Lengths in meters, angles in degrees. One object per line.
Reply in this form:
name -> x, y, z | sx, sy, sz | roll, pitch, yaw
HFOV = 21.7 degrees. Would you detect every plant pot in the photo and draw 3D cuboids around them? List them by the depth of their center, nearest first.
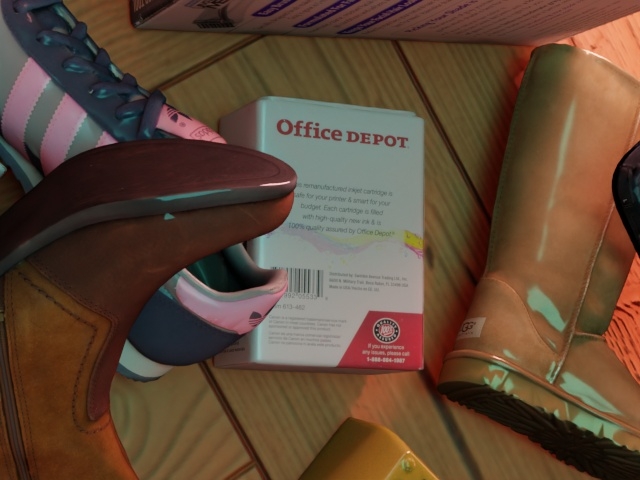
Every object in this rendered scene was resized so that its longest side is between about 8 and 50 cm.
plant pot -> 0.041, 0.173, 1.115 | 0.081, 0.083, 0.081 | 46, 67, -14

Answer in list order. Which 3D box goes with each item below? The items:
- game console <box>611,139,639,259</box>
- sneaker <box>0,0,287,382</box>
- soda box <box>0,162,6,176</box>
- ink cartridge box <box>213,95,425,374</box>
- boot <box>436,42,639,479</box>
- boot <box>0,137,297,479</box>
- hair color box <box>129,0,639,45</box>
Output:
game console -> 0.318, 0.071, 1.229 | 0.213, 0.044, 0.361 | -45, 115, -41
sneaker -> -0.127, -0.074, 1.022 | 0.319, 0.131, 0.112 | 61, 31, -11
soda box -> -0.322, -0.107, 0.966 | 0.286, 0.091, 0.098 | 48, 68, -14
ink cartridge box -> 0.000, 0.000, 1.122 | 0.127, 0.072, 0.175 | 5, 81, -25
boot -> 0.215, 0.024, 1.220 | 0.236, 0.089, 0.269 | 30, 67, -26
boot -> -0.120, 0.096, 0.962 | 0.264, 0.096, 0.280 | -18, 116, -13
hair color box -> 0.059, -0.203, 1.115 | 0.339, 0.185, 0.110 | -3, 85, -27
